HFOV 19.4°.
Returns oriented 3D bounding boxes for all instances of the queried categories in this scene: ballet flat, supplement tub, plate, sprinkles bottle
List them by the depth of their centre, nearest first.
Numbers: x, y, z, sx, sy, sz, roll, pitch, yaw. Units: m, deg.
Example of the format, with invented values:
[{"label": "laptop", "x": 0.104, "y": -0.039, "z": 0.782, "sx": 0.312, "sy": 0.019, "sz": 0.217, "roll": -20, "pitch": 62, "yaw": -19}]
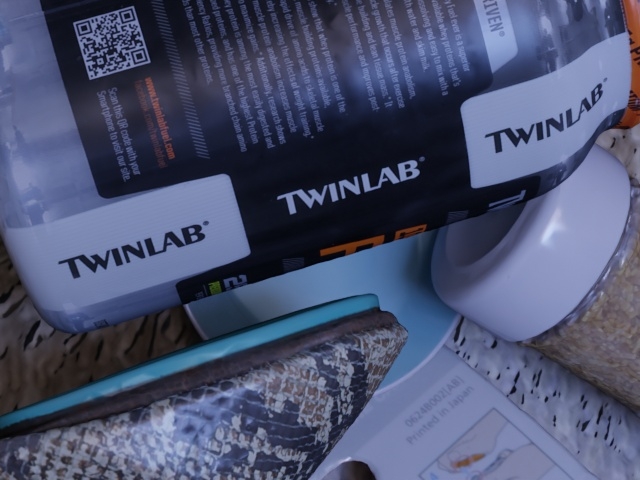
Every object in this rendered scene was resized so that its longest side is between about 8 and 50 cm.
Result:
[{"label": "ballet flat", "x": -0.179, "y": 0.149, "z": 0.922, "sx": 0.482, "sy": 0.164, "sz": 0.182, "roll": -8, "pitch": 82, "yaw": -16}, {"label": "supplement tub", "x": -0.005, "y": -0.094, "z": 0.941, "sx": 0.338, "sy": 0.207, "sz": 0.207, "roll": -17, "pitch": 92, "yaw": -3}, {"label": "plate", "x": 0.000, "y": 0.000, "z": 1.074, "sx": 0.188, "sy": 0.024, "sz": 0.188, "roll": 1, "pitch": 86, "yaw": -21}, {"label": "sprinkles bottle", "x": 0.235, "y": 0.067, "z": 1.092, "sx": 0.355, "sy": 0.121, "sz": 0.121, "roll": 32, "pitch": 76, "yaw": -20}]

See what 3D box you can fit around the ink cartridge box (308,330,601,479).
[{"label": "ink cartridge box", "x": 0.085, "y": 0.275, "z": 1.009, "sx": 0.385, "sy": 0.091, "sz": 0.308, "roll": 42, "pitch": 62, "yaw": 18}]
